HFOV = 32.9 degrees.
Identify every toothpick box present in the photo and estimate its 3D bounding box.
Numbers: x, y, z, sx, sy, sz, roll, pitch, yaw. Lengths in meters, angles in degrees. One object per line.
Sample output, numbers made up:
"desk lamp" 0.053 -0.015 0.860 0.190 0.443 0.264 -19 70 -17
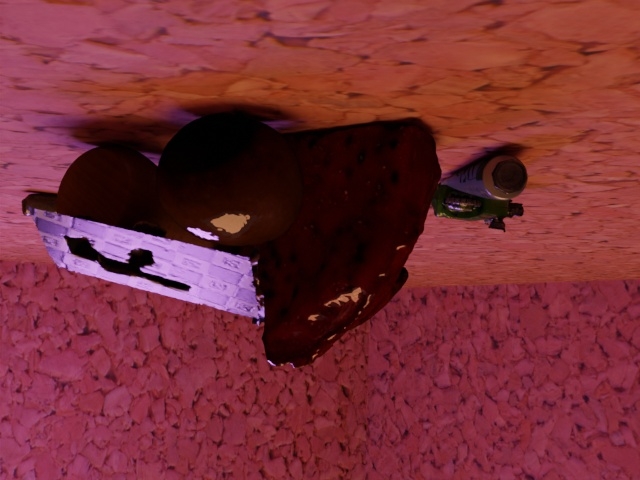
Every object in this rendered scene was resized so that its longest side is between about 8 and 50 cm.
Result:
"toothpick box" -0.221 -0.029 1.531 0.192 0.192 0.294 -2 168 30

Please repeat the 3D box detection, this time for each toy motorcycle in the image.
"toy motorcycle" 0.233 -0.054 1.667 0.106 0.074 0.190 7 -179 38

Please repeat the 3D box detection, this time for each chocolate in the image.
"chocolate" -0.097 -0.059 1.250 0.176 0.177 0.177 2 174 0

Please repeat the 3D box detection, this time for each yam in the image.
"yam" -0.489 -0.062 1.951 0.094 0.043 0.043 6 173 -33

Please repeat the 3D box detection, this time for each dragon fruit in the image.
"dragon fruit" 0.000 0.000 1.372 0.240 0.330 0.302 23 180 9

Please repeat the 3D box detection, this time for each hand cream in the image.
"hand cream" 0.228 -0.082 1.479 0.091 0.058 0.271 -1 -179 -2

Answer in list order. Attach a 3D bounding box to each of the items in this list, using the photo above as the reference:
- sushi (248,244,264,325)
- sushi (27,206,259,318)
"sushi" -0.099 0.045 2.259 0.238 0.219 0.225 -38 -174 39
"sushi" -0.209 0.013 1.345 0.279 0.043 0.192 13 155 6
